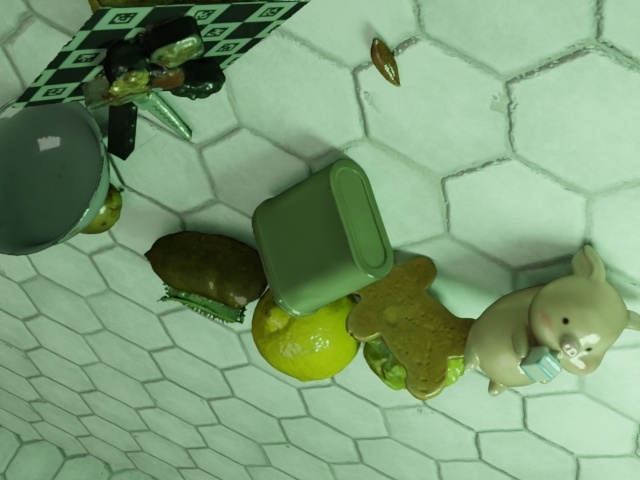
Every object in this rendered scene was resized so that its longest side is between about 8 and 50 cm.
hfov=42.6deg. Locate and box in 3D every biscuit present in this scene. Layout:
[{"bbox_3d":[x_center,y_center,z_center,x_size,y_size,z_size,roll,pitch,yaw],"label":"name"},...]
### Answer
[{"bbox_3d":[0.152,0.129,1.595,0.339,0.216,0.047,43,168,16],"label":"biscuit"}]

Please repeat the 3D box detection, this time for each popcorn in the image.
[{"bbox_3d":[0.199,0.223,1.698,0.221,0.184,0.204,6,179,36],"label":"popcorn"}]

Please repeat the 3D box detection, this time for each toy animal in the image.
[{"bbox_3d":[0.405,0.157,1.456,0.256,0.213,0.195,-18,116,50],"label":"toy animal"}]

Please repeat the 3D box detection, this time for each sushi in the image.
[{"bbox_3d":[-0.232,-0.252,1.236,0.343,0.359,0.064,-22,86,50],"label":"sushi"}]

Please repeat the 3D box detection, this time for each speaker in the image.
[{"bbox_3d":[-0.391,-0.236,1.616,0.046,0.040,0.191,26,145,2],"label":"speaker"}]

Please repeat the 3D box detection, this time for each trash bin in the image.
[{"bbox_3d":[0.000,0.000,1.527,0.247,0.121,0.243,-27,76,47],"label":"trash bin"}]

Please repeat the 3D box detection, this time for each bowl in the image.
[{"bbox_3d":[-0.552,-0.120,1.696,0.345,0.346,0.157,10,171,22],"label":"bowl"}]

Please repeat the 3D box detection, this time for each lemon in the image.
[{"bbox_3d":[-0.026,0.182,1.740,0.233,0.234,0.288,1,163,32],"label":"lemon"}]

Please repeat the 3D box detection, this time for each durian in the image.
[{"bbox_3d":[-0.265,0.115,1.940,0.220,0.137,0.095,15,178,8],"label":"durian"}]

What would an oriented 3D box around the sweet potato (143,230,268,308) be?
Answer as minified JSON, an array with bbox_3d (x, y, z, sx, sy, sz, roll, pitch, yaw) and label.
[{"bbox_3d":[-0.258,0.055,1.811,0.369,0.158,0.158,16,144,23],"label":"sweet potato"}]

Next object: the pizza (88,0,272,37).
[{"bbox_3d":[-0.230,-0.416,1.180,0.258,0.268,0.087,64,157,21],"label":"pizza"}]

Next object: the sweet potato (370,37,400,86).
[{"bbox_3d":[0.098,-0.273,1.260,0.034,0.034,0.095,-2,135,35],"label":"sweet potato"}]

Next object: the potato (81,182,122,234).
[{"bbox_3d":[-0.526,-0.075,1.838,0.175,0.137,0.137,-3,136,40],"label":"potato"}]

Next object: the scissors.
[{"bbox_3d":[-0.334,-0.278,1.503,0.138,0.041,0.289,-38,128,10],"label":"scissors"}]
